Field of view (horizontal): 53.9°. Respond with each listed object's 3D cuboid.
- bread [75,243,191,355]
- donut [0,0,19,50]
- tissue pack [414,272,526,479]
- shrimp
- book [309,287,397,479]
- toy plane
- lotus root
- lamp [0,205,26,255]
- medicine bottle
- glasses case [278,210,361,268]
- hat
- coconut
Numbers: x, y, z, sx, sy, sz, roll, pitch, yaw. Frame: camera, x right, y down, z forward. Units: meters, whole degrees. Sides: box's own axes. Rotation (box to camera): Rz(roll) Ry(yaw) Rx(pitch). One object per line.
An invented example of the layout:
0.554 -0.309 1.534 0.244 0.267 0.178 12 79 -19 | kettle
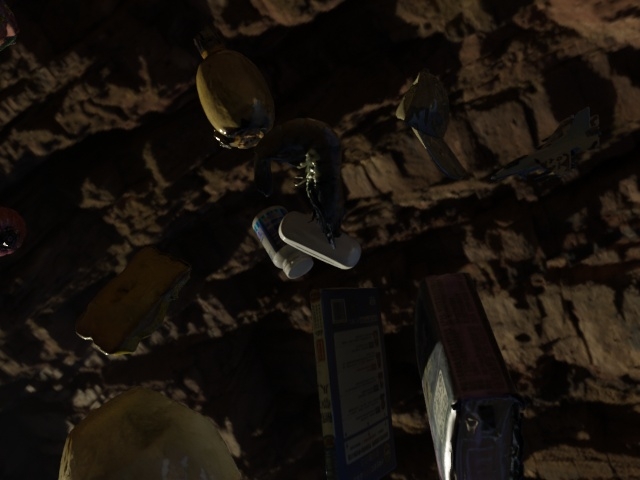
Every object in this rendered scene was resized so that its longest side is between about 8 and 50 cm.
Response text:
-0.364 0.123 1.245 0.161 0.088 0.233 18 -123 44 | bread
-0.563 -0.364 0.953 0.085 0.199 0.233 -59 172 -16 | donut
0.226 0.240 1.016 0.122 0.259 0.361 -3 -157 4 | tissue pack
-0.035 -0.093 1.185 0.169 0.296 0.058 -10 -144 -2 | shrimp
0.079 0.316 1.376 0.039 0.300 0.427 -9 -98 27 | book
0.426 -0.156 1.166 0.234 0.082 0.160 -41 -157 48 | toy plane
-0.220 -0.375 1.530 0.183 0.310 0.183 -24 168 -5 | lotus root
-0.675 -0.020 1.322 0.092 0.107 0.107 24 -118 31 | lamp
-0.098 0.005 1.703 0.107 0.107 0.191 -35 -117 3 | medicine bottle
0.000 0.000 1.402 0.074 0.193 0.049 -69 -171 -22 | glasses case
0.226 -0.215 1.165 0.144 0.173 0.166 -60 -172 17 | hat
-0.363 0.531 1.377 0.345 0.415 0.415 -33 -152 -16 | coconut
